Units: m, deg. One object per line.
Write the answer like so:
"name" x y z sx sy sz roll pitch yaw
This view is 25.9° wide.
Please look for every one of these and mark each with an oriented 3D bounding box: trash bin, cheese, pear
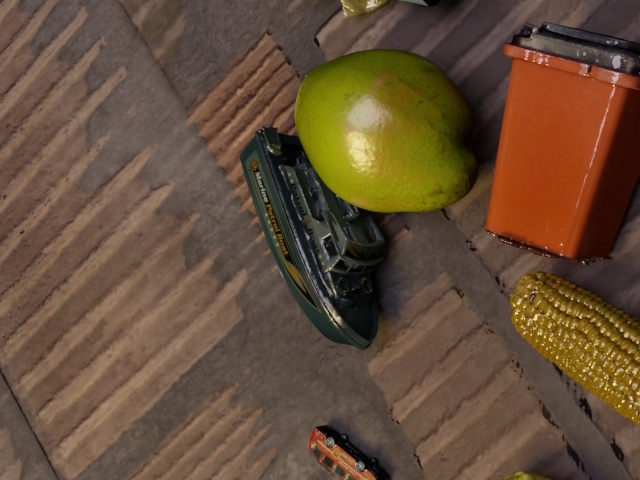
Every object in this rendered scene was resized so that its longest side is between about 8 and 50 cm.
"trash bin" 0.284 -0.101 1.490 0.184 0.161 0.239 19 103 33
"cheese" 0.057 -0.314 1.721 0.084 0.041 0.060 -30 76 19
"pear" 0.085 -0.124 1.600 0.219 0.187 0.187 25 99 31

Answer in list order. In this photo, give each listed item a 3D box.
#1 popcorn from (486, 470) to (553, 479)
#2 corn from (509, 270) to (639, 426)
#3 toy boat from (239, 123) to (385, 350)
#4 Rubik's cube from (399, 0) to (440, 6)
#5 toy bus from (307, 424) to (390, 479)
"popcorn" 0.228 0.308 1.501 0.106 0.116 0.121 -14 35 23
"corn" 0.317 0.130 1.468 0.293 0.106 0.106 32 102 33
"toy boat" 0.002 -0.003 1.677 0.122 0.114 0.296 -37 65 33
"Rubik's cube" 0.019 -0.459 1.591 0.288 0.293 0.283 18 82 35
"toy bus" 0.032 0.268 1.677 0.110 0.031 0.043 36 111 30
